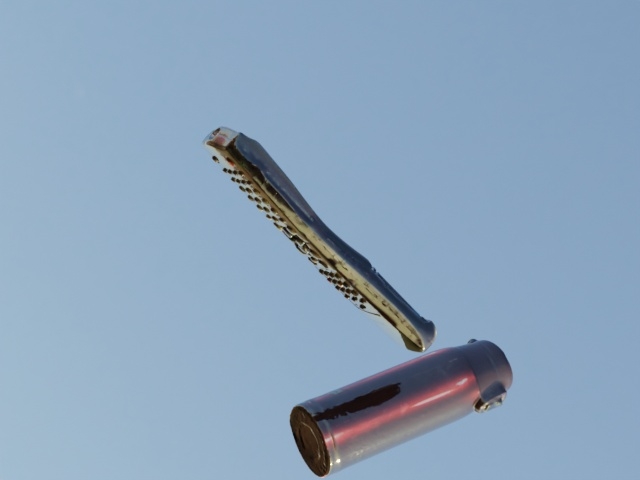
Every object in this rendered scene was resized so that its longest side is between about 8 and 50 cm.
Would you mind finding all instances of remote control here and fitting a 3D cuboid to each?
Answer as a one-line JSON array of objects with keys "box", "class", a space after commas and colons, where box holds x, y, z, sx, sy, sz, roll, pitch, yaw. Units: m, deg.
[{"box": [0.000, 0.000, 1.325, 0.212, 0.028, 0.059, 46, -9, -21], "class": "remote control"}]

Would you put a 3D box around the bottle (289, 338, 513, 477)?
[{"box": [0.063, 0.118, 1.408, 0.060, 0.164, 0.060, 46, -33, 42], "class": "bottle"}]
